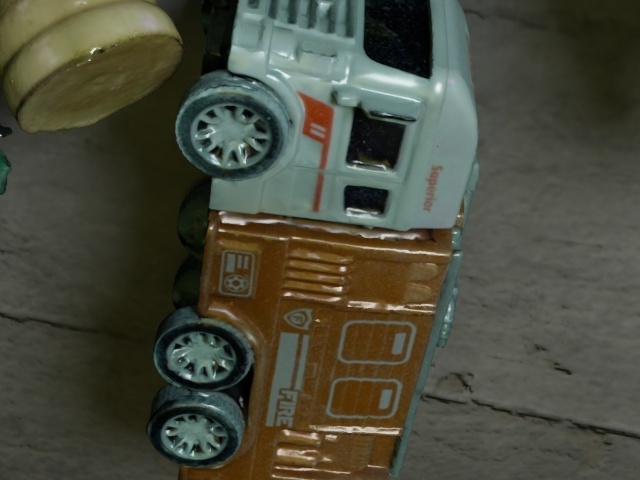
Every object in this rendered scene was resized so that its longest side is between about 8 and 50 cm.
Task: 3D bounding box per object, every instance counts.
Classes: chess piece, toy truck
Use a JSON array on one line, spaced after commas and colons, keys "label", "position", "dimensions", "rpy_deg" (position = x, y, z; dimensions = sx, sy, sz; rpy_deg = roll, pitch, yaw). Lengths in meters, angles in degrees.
[{"label": "chess piece", "position": [-0.144, -0.158, 0.608], "dimensions": [0.090, 0.090, 0.200], "rpy_deg": [-31, 80, 27]}, {"label": "toy truck", "position": [0.000, 0.000, 0.693], "dimensions": [0.162, 0.136, 0.305], "rpy_deg": [8, 129, -4]}]

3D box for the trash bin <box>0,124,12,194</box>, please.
[{"label": "trash bin", "position": [-0.373, 0.025, 0.710], "dimensions": [0.381, 0.295, 0.259], "rpy_deg": [-37, 117, 16]}]
